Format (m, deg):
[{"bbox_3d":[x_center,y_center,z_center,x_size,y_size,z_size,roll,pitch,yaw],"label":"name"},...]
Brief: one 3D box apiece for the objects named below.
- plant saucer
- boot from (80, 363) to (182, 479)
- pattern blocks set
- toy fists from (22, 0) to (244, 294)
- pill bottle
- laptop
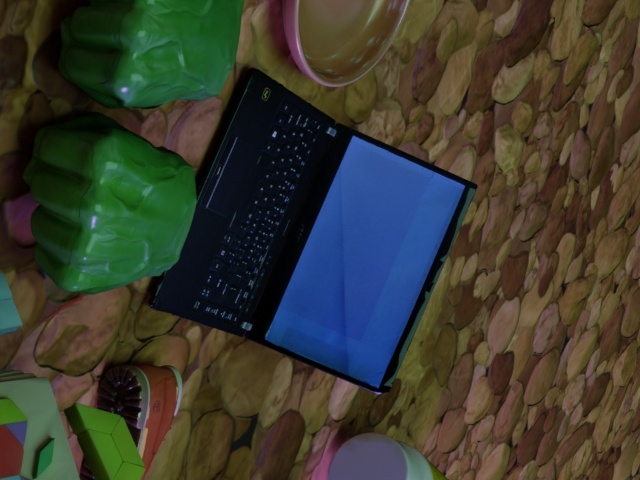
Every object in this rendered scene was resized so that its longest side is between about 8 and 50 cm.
[{"bbox_3d":[0.024,-0.242,1.380,0.200,0.037,0.200,-38,139,-42],"label":"plant saucer"},{"bbox_3d":[-0.164,0.185,1.343,0.084,0.059,0.158,-7,115,-62],"label":"boot"},{"bbox_3d":[-0.229,0.183,1.050,0.285,0.026,0.325,-28,88,-54],"label":"pattern blocks set"},{"bbox_3d":[-0.150,-0.095,1.142,0.142,0.096,0.279,-2,110,-69],"label":"toy fists"},{"bbox_3d":[0.090,0.305,1.770,0.119,0.119,0.208,-61,150,-12],"label":"pill bottle"},{"bbox_3d":[0.000,0.000,1.403,0.264,0.136,0.234,27,86,-60],"label":"laptop"}]
